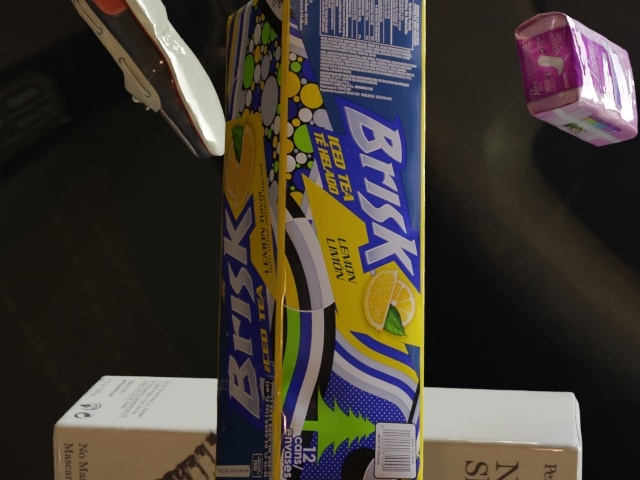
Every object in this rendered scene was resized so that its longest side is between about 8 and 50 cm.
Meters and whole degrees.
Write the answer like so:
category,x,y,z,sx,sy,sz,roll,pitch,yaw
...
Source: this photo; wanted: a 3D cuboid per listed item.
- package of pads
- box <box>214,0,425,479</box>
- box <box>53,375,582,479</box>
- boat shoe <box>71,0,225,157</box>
category,x,y,z,sx,sy,sz,roll,pitch,yaw
package of pads,0.131,-0.080,0.754,0.083,0.032,0.050,14,64,-55
box,0.000,0.000,0.507,0.054,0.059,0.169,6,80,-23
box,0.001,0.140,0.808,0.094,0.275,0.113,-51,140,-76
boat shoe,-0.104,-0.107,0.929,0.137,0.043,0.049,59,20,-18
